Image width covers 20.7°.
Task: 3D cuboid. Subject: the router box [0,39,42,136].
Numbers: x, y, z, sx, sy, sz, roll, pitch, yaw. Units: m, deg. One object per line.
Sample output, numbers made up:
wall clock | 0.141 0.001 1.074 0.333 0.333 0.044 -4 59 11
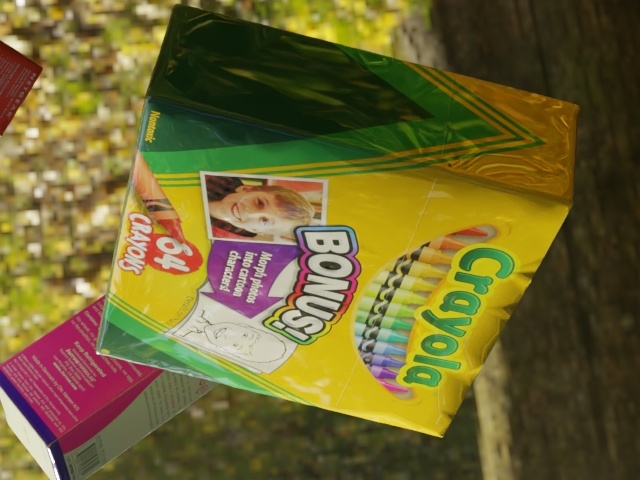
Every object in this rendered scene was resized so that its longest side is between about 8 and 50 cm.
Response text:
router box | -0.464 -0.241 1.616 0.335 0.082 0.301 31 180 20

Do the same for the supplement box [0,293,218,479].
supplement box | -0.207 0.135 1.778 0.220 0.114 0.111 -33 152 -20

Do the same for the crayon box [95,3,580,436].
crayon box | 0.000 0.000 1.397 0.313 0.106 0.363 15 144 -4
